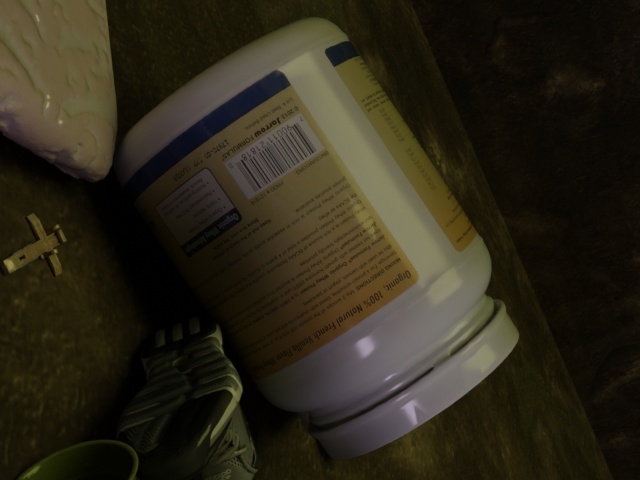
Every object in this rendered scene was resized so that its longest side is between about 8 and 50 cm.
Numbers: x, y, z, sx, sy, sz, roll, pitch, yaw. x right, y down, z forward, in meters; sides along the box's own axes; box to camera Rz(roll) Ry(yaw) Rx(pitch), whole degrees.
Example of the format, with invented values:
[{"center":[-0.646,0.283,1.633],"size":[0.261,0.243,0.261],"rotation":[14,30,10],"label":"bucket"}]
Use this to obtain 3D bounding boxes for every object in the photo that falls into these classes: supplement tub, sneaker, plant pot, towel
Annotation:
[{"center":[0.000,0.000,0.894],"size":[0.316,0.228,0.228],"rotation":[56,19,-2],"label":"supplement tub"},{"center":[-0.080,0.149,0.772],"size":[0.228,0.086,0.132],"rotation":[-99,170,-73],"label":"sneaker"},{"center":[-0.140,0.178,0.646],"size":[0.083,0.083,0.079],"rotation":[-69,148,-63],"label":"plant pot"},{"center":[-0.249,-0.232,0.723],"size":[0.332,0.053,0.316],"rotation":[38,40,-64],"label":"towel"}]

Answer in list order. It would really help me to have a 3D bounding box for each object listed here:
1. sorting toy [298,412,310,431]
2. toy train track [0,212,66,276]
[{"center":[-0.031,0.104,1.053],"size":[0.274,0.046,0.132],"rotation":[69,19,-3],"label":"sorting toy"},{"center":[-0.198,0.006,0.748],"size":[0.048,0.014,0.083],"rotation":[66,20,-9],"label":"toy train track"}]
